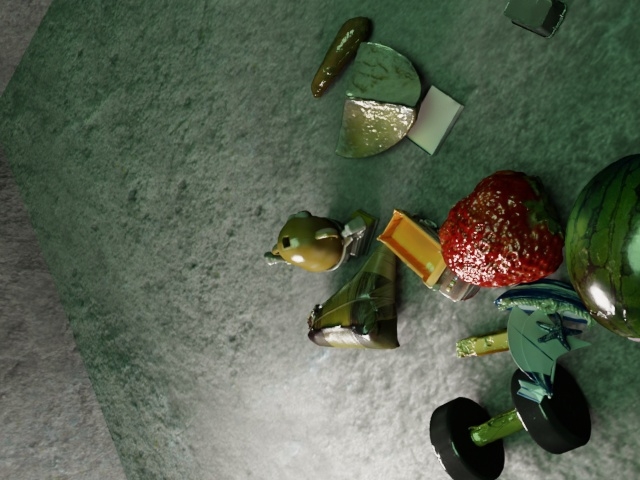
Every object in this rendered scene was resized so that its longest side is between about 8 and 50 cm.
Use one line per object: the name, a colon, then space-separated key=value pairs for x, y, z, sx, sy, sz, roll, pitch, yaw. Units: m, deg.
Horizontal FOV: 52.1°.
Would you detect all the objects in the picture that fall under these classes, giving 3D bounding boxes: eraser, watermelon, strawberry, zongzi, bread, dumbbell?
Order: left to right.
zongzi: x=0.093 y=0.140 z=1.819 sx=0.289 sy=0.154 sz=0.318 roll=-6 pitch=71 yaw=44
eraser: x=0.287 y=-0.305 z=1.667 sx=0.104 sy=0.023 sz=0.150 roll=43 pitch=119 yaw=28
bread: x=0.422 y=0.241 z=1.566 sx=0.226 sy=0.088 sz=0.049 roll=-22 pitch=82 yaw=38
strawberry: x=0.394 y=-0.015 z=1.455 sx=0.276 sy=0.257 sz=0.257 roll=-24 pitch=78 yaw=24
dumbbell: x=0.429 y=0.422 z=1.502 sx=0.322 sy=0.203 sz=0.204 roll=-39 pitch=70 yaw=36
watermelon: x=0.630 y=0.009 z=1.213 sx=0.363 sy=0.363 sz=0.363 roll=4 pitch=97 yaw=40

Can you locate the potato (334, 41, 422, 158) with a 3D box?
potato: x=0.159 y=-0.350 z=1.731 sx=0.189 sy=0.211 sz=0.264 roll=14 pitch=146 yaw=2

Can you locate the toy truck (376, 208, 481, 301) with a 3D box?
toy truck: x=0.280 y=0.035 z=1.632 sx=0.270 sy=0.135 sz=0.114 roll=43 pitch=119 yaw=29

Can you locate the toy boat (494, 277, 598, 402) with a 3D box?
toy boat: x=0.503 y=0.203 z=1.413 sx=0.210 sy=0.070 sz=0.292 roll=-11 pitch=49 yaw=8

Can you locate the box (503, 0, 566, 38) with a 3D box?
box: x=0.475 y=-0.513 z=1.461 sx=0.122 sy=0.069 sz=0.084 roll=37 pitch=115 yaw=32

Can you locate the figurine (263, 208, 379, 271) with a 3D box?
figurine: x=0.001 y=0.001 z=1.766 sx=0.342 sy=0.285 sz=0.167 roll=-47 pitch=67 yaw=34

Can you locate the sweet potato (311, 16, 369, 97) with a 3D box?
sweet potato: x=0.046 y=-0.504 z=1.819 sx=0.075 sy=0.075 sz=0.273 roll=53 pitch=124 yaw=23
